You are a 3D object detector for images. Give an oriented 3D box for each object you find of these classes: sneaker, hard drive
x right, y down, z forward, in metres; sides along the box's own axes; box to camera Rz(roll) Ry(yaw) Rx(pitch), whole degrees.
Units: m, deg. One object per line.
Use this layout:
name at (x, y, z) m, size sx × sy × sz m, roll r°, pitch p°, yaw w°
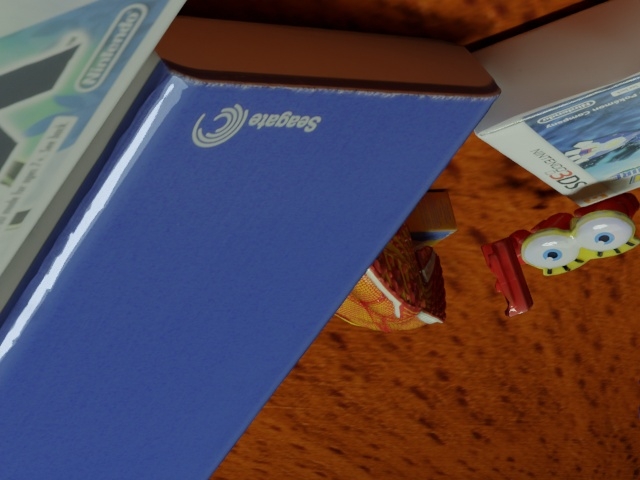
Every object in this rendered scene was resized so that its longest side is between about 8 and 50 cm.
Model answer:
sneaker at (0.023, 0.021, 1.029) m, size 0.067 × 0.064 × 0.175 m, roll -10°, pitch 161°, yaw 10°
hard drive at (-0.076, 0.037, 0.879) m, size 0.210 × 0.040 × 0.319 m, roll -2°, pitch 136°, yaw -49°

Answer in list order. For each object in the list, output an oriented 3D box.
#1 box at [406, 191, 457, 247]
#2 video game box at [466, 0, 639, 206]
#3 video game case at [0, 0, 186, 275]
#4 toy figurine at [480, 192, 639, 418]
box at (0.000, 0.000, 1.095) m, size 0.136 × 0.028 × 0.081 m, roll -5°, pitch 161°, yaw -36°
video game box at (0.190, -0.082, 0.945) m, size 0.205 × 0.048 × 0.187 m, roll -20°, pitch 166°, yaw 19°
video game case at (-0.221, -0.023, 0.647) m, size 0.300 × 0.036 × 0.329 m, roll 0°, pitch 141°, yaw -41°
toy figurine at (0.295, 0.043, 1.070) m, size 0.362 × 0.217 × 0.191 m, roll -19°, pitch -179°, yaw 12°
